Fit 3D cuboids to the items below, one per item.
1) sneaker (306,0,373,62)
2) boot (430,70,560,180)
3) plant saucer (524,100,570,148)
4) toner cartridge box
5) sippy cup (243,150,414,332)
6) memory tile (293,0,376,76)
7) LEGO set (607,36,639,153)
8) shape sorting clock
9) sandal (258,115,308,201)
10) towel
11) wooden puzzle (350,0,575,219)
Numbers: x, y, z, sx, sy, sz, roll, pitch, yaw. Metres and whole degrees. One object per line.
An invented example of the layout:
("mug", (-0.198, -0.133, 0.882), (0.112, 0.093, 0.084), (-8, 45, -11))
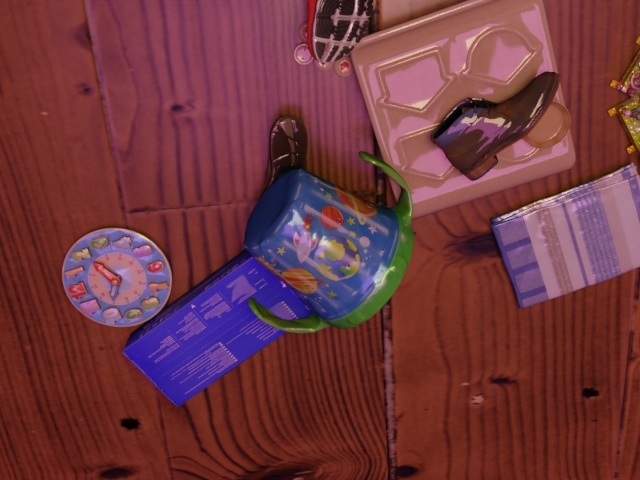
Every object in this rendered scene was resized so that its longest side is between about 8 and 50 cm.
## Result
("sneaker", (0.014, -0.421, 1.126), (0.107, 0.118, 0.279), (-1, 101, -38))
("boot", (0.281, -0.205, 1.155), (0.106, 0.082, 0.219), (32, 112, -19))
("plant saucer", (0.378, -0.196, 1.200), (0.083, 0.015, 0.083), (-1, 115, -3))
("toner cartridge box", (-0.195, 0.161, 1.377), (0.347, 0.075, 0.165), (-35, 110, 12))
("sippy cup", (0.000, 0.000, 1.212), (0.224, 0.240, 0.306), (32, 66, -24))
("memory tile", (0.022, -0.359, 1.206), (0.113, 0.012, 0.148), (16, 111, -7))
("LEGO set", (0.572, -0.231, 1.211), (0.132, 0.107, 0.287), (3, 110, -1))
("shape sorting clock", (-0.388, 0.073, 1.358), (0.206, 0.040, 0.206), (0, 112, -1))
("sandal", (-0.070, -0.122, 1.272), (0.090, 0.060, 0.219), (-4, 117, -17))
("towel", (0.481, -0.004, 1.343), (0.285, 0.034, 0.209), (-22, 110, 8))
("wooden puzzle", (0.248, -0.234, 1.230), (0.322, 0.080, 0.348), (-18, 116, 7))
